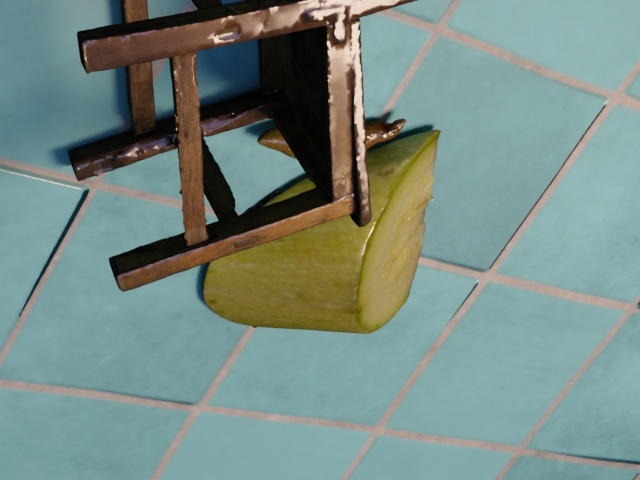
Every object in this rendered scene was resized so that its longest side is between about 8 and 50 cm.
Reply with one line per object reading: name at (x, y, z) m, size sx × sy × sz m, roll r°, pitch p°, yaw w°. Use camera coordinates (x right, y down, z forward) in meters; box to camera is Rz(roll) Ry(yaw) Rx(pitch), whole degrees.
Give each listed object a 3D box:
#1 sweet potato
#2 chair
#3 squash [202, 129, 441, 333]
sweet potato at (0.009, -0.094, 1.305) m, size 0.153 × 0.038 × 0.041 m, roll -7°, pitch 154°, yaw -25°
chair at (0.000, -0.150, 1.139) m, size 0.416 × 0.203 × 0.241 m, roll -14°, pitch 129°, yaw -15°
squash at (0.000, 0.000, 1.398) m, size 0.204 × 0.155 × 0.237 m, roll -44°, pitch 149°, yaw -43°
